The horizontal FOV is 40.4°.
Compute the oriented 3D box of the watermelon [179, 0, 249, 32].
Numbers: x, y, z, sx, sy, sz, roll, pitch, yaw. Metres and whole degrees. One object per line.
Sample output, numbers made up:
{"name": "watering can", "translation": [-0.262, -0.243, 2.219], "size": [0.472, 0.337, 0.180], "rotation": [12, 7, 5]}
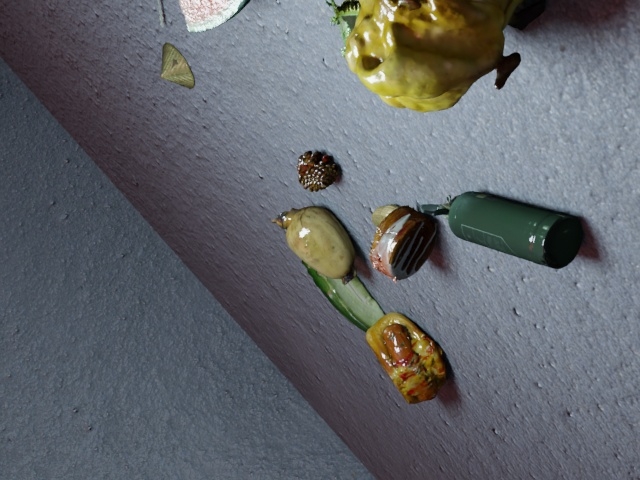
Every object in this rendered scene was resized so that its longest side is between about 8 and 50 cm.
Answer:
{"name": "watermelon", "translation": [-0.203, -0.509, 1.728], "size": [0.207, 0.202, 0.136], "rotation": [-25, 63, 60]}

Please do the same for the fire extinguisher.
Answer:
{"name": "fire extinguisher", "translation": [0.316, -0.030, 1.573], "size": [0.311, 0.114, 0.095], "rotation": [23, 117, 55]}

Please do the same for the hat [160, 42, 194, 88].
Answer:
{"name": "hat", "translation": [-0.425, -0.476, 2.452], "size": [0.146, 0.067, 0.146], "rotation": [43, 158, 22]}

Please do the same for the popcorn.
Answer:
{"name": "popcorn", "translation": [0.154, -0.323, 1.173], "size": [0.281, 0.297, 0.316], "rotation": [35, -170, 3]}

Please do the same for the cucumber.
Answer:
{"name": "cucumber", "translation": [0.070, 0.150, 2.395], "size": [0.325, 0.105, 0.145], "rotation": [51, 159, -4]}

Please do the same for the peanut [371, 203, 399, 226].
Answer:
{"name": "peanut", "translation": [0.149, -0.054, 1.966], "size": [0.054, 0.054, 0.113], "rotation": [55, 162, -9]}

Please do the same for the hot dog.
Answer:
{"name": "hot dog", "translation": [0.235, 0.315, 2.263], "size": [0.257, 0.150, 0.153], "rotation": [57, 169, -11]}

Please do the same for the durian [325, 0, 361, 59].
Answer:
{"name": "durian", "translation": [0.077, -0.366, 1.532], "size": [0.086, 0.100, 0.215], "rotation": [26, 157, 43]}

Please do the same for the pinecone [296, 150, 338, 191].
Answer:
{"name": "pinecone", "translation": [-0.015, -0.164, 2.062], "size": [0.109, 0.102, 0.102], "rotation": [29, 150, 53]}

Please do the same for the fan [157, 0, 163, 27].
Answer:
{"name": "fan", "translation": [-0.416, -0.665, 2.206], "size": [0.190, 0.009, 0.329], "rotation": [41, 154, 24]}

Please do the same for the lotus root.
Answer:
{"name": "lotus root", "translation": [0.000, 0.000, 2.242], "size": [0.257, 0.140, 0.154], "rotation": [45, -172, -2]}

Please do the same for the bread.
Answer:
{"name": "bread", "translation": [0.177, 0.009, 1.859], "size": [0.073, 0.160, 0.160], "rotation": [34, 153, 32]}
